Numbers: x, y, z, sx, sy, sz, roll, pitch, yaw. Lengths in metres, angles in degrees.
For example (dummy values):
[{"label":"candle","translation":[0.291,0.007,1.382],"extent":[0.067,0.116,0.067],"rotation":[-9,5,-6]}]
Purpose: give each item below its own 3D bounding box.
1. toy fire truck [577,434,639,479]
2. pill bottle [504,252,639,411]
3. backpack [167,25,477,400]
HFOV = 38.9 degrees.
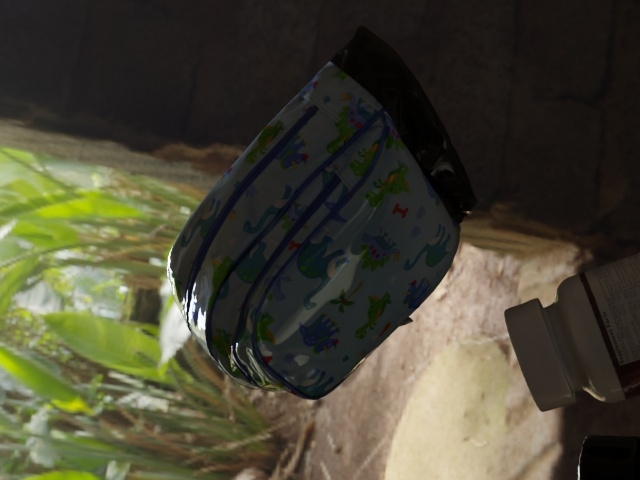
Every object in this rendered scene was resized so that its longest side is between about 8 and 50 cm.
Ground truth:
[{"label":"toy fire truck","translation":[0.227,0.245,0.465],"extent":[0.246,0.158,0.217],"rotation":[62,-144,-37]},{"label":"pill bottle","translation":[0.287,0.074,0.814],"extent":[0.121,0.221,0.121],"rotation":[-21,-90,-76]},{"label":"backpack","translation":[0.000,0.000,1.003],"extent":[0.273,0.355,0.290],"rotation":[60,-176,38]}]
